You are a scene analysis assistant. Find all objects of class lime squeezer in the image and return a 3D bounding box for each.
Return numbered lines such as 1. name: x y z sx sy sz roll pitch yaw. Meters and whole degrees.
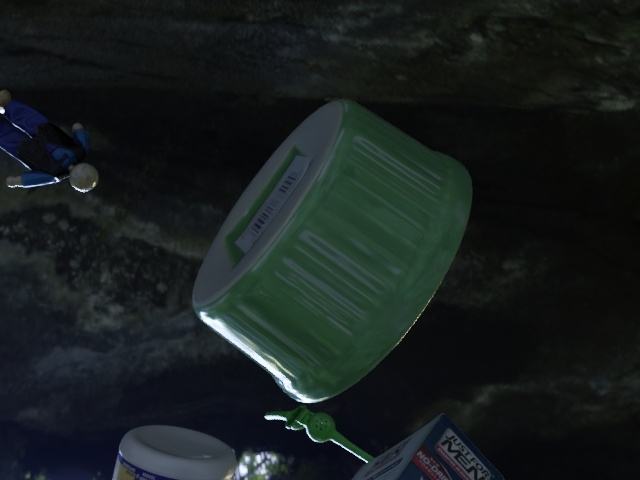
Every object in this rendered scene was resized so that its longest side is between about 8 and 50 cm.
1. lime squeezer: -0.014 0.364 1.738 0.110 0.310 0.059 38 -109 -49

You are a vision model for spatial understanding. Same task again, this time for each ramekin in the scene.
1. ramekin: 0.000 0.000 0.915 0.148 0.303 0.303 36 -69 -17

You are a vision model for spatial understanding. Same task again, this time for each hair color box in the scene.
1. hair color box: 0.040 0.344 0.894 0.105 0.347 0.174 46 -47 2

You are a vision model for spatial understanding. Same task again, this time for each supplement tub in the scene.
1. supplement tub: -0.316 0.564 1.776 0.241 0.241 0.331 13 -88 -16

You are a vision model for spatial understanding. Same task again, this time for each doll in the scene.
1. doll: -0.372 -0.120 1.170 0.189 0.129 0.046 33 -25 13

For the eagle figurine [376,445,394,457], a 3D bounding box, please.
1. eagle figurine: 0.085 0.453 1.127 0.226 0.298 0.225 -38 -35 7
